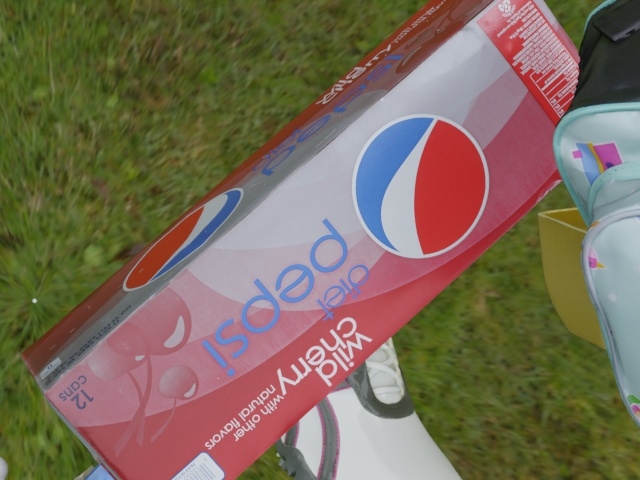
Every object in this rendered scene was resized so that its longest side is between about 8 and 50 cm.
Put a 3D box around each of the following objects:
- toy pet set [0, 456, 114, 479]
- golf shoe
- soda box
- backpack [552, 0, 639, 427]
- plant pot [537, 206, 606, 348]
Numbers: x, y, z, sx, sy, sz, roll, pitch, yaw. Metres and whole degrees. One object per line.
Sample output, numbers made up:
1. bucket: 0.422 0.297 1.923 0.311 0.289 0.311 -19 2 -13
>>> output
1. toy pet set: -0.173 0.148 0.975 0.122 0.065 0.114 -39 98 -5
2. golf shoe: 0.013 0.095 1.096 0.273 0.105 0.120 43 114 29
3. soda box: 0.000 0.000 0.689 0.263 0.092 0.083 -41 105 -8
4. backpack: 0.178 0.010 0.569 0.166 0.188 0.144 -5 44 23
5. plant pot: 0.197 0.025 1.060 0.081 0.081 0.083 -7 105 -23
